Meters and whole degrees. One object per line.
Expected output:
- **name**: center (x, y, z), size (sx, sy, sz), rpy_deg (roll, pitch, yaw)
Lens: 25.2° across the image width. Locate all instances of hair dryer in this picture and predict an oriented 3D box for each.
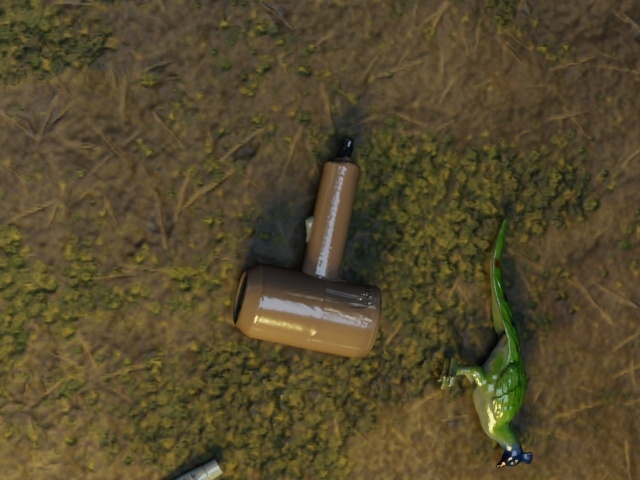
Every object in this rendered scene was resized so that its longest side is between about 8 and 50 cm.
- **hair dryer**: center (0.000, 0.000, 1.187), size (0.117, 0.064, 0.182), rpy_deg (13, 82, -12)

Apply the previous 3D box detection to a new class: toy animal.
- **toy animal**: center (0.138, 0.090, 1.229), size (0.075, 0.041, 0.217), rpy_deg (-6, 90, -14)

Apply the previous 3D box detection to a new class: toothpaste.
- **toothpaste**: center (-0.120, 0.209, 1.186), size (0.083, 0.015, 0.024), rpy_deg (-30, 91, -5)
